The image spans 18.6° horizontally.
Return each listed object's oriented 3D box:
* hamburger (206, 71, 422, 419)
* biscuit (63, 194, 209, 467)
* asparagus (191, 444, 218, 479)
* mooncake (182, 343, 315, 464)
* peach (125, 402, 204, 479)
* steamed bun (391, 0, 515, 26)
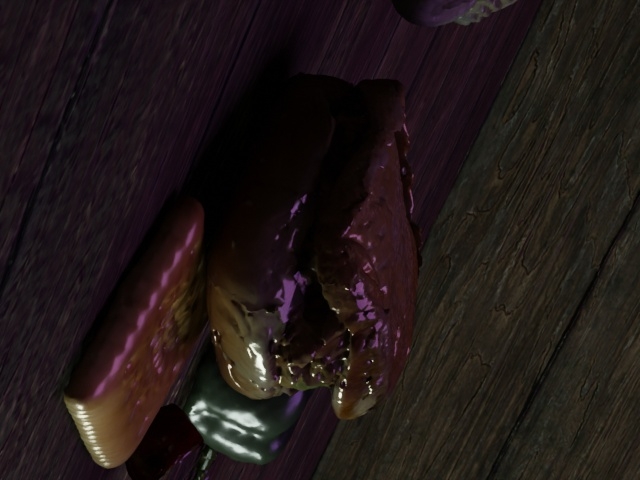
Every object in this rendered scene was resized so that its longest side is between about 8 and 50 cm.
[{"bbox_3d":[0.000,0.000,1.398,0.286,0.146,0.243,-22,120,-79],"label":"hamburger"},{"bbox_3d":[-0.118,0.071,1.344,0.160,0.030,0.250,-61,173,-16],"label":"biscuit"},{"bbox_3d":[-0.102,0.196,2.007,0.025,0.024,0.248,-44,163,-50],"label":"asparagus"},{"bbox_3d":[-0.050,0.115,1.766,0.175,0.104,0.168,114,1,-58],"label":"mooncake"},{"bbox_3d":[-0.125,0.160,1.564,0.077,0.050,0.083,-40,174,26],"label":"peach"},{"bbox_3d":[0.134,-0.266,1.481,0.218,0.144,0.211,-33,172,15],"label":"steamed bun"}]
